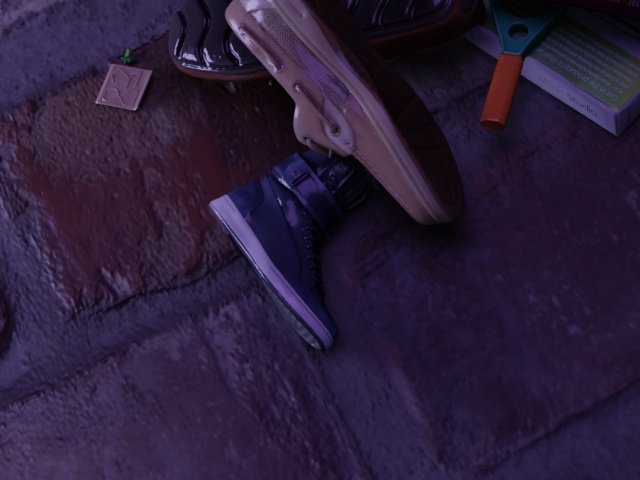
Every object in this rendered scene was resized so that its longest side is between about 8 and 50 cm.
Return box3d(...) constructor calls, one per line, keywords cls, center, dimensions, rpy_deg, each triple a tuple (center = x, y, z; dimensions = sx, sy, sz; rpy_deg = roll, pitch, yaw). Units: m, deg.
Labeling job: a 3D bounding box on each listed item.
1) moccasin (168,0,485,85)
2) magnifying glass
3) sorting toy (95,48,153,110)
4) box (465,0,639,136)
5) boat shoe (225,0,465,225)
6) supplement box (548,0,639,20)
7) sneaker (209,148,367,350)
box3d(cls="moccasin", center=(0.002, -0.254, 1.843), dimensions=(0.380, 0.147, 0.139), rpy_deg=(-13, 74, 20))
box3d(cls="magnifying glass", center=(0.220, -0.225, 1.778), dimensions=(0.092, 0.026, 0.231), rpy_deg=(10, 65, 18))
box3d(cls="sorting toy", center=(-0.234, -0.197, 1.930), dimensions=(0.062, 0.012, 0.083), rpy_deg=(10, 67, 23))
box3d(cls="box", center=(0.355, -0.295, 1.835), dimensions=(0.232, 0.058, 0.322), rpy_deg=(38, 73, 28))
box3d(cls="boat shoe", center=(0.028, -0.145, 1.710), dimensions=(0.110, 0.122, 0.341), rpy_deg=(-39, 81, 24))
box3d(cls="supplement box", center=(0.300, -0.315, 1.725), dimensions=(0.239, 0.073, 0.130), rpy_deg=(17, 101, 21))
box3d(cls="sneaker", center=(-0.001, -0.001, 1.726), dimensions=(0.163, 0.086, 0.226), rpy_deg=(-31, 61, -7))
